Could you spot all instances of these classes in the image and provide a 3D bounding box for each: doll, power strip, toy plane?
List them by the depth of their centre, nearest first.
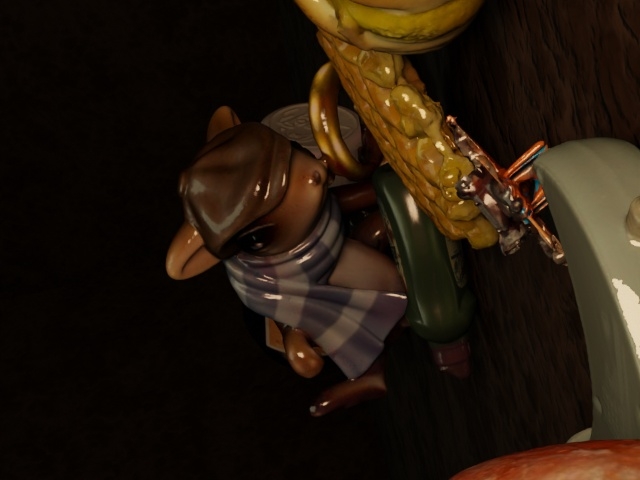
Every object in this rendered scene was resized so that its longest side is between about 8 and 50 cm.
[{"bbox_3d":[0.162,0.060,0.596,0.167,0.054,0.253,-112,9,-56],"label":"power strip"},{"bbox_3d":[0.125,-0.030,0.789,0.135,0.062,0.188,51,180,-2],"label":"toy plane"},{"bbox_3d":[0.003,0.001,1.287,0.340,0.318,0.209,41,157,-31],"label":"doll"}]

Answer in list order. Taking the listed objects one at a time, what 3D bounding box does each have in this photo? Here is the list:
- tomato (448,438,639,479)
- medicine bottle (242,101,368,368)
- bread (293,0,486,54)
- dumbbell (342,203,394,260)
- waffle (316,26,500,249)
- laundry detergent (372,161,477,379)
[{"bbox_3d":[0.143,0.171,0.446,0.214,0.155,0.181,69,-162,10],"label":"tomato"},{"bbox_3d":[-0.014,-0.007,1.833,0.242,0.243,0.395,-107,12,-50],"label":"medicine bottle"},{"bbox_3d":[0.014,-0.291,0.778,0.333,0.160,0.333,167,90,-84],"label":"bread"},{"bbox_3d":[0.054,0.042,1.616,0.325,0.143,0.143,83,173,-64],"label":"dumbbell"},{"bbox_3d":[0.063,-0.108,0.971,0.291,0.051,0.291,56,180,1],"label":"waffle"},{"bbox_3d":[0.113,0.028,1.169,0.144,0.078,0.221,-66,-39,-78],"label":"laundry detergent"}]
